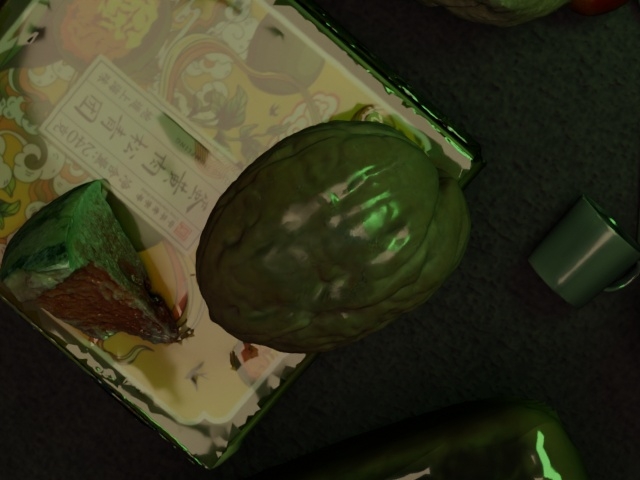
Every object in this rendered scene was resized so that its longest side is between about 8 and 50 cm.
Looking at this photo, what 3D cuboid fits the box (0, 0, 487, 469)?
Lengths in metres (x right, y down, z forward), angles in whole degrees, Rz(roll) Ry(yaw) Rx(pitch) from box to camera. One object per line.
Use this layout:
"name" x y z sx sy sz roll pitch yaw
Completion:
"box" -0.127 -0.071 1.371 0.420 0.138 0.373 41 98 0

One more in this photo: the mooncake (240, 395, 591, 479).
"mooncake" 0.052 0.289 1.271 0.394 0.393 0.246 -17 97 40

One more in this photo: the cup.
"cup" 0.244 0.018 1.389 0.100 0.078 0.077 35 106 -31

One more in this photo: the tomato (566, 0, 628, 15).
"tomato" 0.241 -0.238 1.351 0.087 0.075 0.087 0 79 3

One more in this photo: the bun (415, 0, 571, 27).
"bun" 0.126 -0.311 1.257 0.281 0.205 0.282 -3 84 28

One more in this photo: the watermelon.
"watermelon" -0.200 0.023 1.301 0.098 0.158 0.121 -31 49 24

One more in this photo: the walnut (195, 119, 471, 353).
"walnut" 0.001 0.002 1.219 0.230 0.178 0.178 -33 93 19

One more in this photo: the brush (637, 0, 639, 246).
"brush" 0.306 -0.120 1.389 0.062 0.027 0.266 4 101 4
